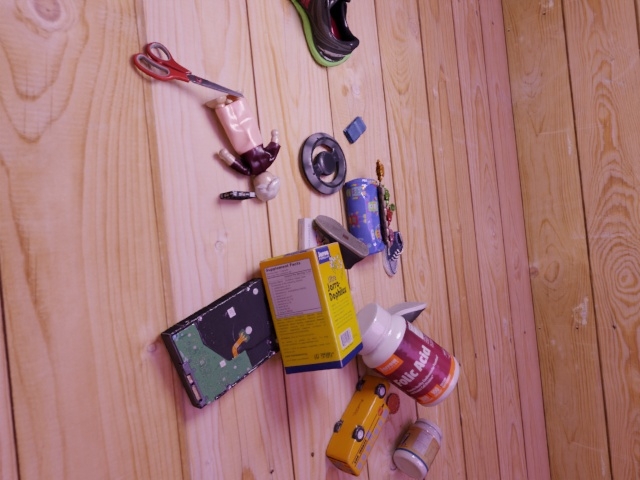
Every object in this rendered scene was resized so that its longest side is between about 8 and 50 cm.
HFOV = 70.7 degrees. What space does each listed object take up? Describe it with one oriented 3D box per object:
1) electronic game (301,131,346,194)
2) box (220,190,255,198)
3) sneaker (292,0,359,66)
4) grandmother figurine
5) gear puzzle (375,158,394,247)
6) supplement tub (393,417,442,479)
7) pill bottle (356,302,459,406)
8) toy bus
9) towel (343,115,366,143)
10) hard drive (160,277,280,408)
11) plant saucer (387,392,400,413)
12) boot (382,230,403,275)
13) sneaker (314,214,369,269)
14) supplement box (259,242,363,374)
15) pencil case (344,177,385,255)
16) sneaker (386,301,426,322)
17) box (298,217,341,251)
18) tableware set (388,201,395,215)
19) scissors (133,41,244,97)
[{"bbox_3d":[0.017,-0.281,1.652,0.229,0.048,0.229,7,80,-44],"label":"electronic game"},{"bbox_3d":[-0.248,-0.135,1.357,0.083,0.067,0.018,-2,88,-44],"label":"box"},{"bbox_3d":[-0.002,-0.868,1.588,0.185,0.202,0.482,-52,120,-36],"label":"sneaker"},{"bbox_3d":[-0.213,-0.284,1.396,0.208,0.104,0.342,-26,109,-15],"label":"grandmother figurine"},{"bbox_3d":[0.249,-0.150,1.770,0.044,0.175,0.338,-9,103,-4],"label":"gear puzzle"},{"bbox_3d":[0.403,0.848,1.848,0.200,0.144,0.144,-42,114,-40],"label":"supplement tub"},{"bbox_3d":[0.296,0.416,1.666,0.392,0.224,0.224,37,58,-11],"label":"pill bottle"},{"bbox_3d":[0.152,0.660,1.642,0.332,0.108,0.130,-52,121,-35],"label":"toy bus"},{"bbox_3d":[0.140,-0.442,1.807,0.067,0.029,0.119,57,50,-25],"label":"towel"},{"bbox_3d":[-0.262,0.283,1.301,0.339,0.064,0.236,-32,108,-43],"label":"hard drive"},{"bbox_3d":[0.299,0.670,1.856,0.083,0.013,0.083,7,80,-45],"label":"plant saucer"},{"bbox_3d":[0.306,0.054,1.878,0.069,0.086,0.190,-21,100,-44],"label":"boot"},{"bbox_3d":[0.050,0.014,1.584,0.222,0.118,0.083,39,38,-3],"label":"sneaker"},{"bbox_3d":[-0.023,0.204,1.403,0.195,0.194,0.356,-14,90,-65],"label":"supplement box"},{"bbox_3d":[0.175,-0.088,1.738,0.133,0.119,0.306,-10,93,-31],"label":"pencil case"},{"bbox_3d":[0.342,0.351,1.878,0.296,0.105,0.146,-15,98,-39],"label":"sneaker"},{"bbox_3d":[0.000,0.000,1.613,0.186,0.038,0.145,6,81,-44],"label":"box"},{"bbox_3d":[0.266,-0.158,1.907,0.154,0.024,0.104,47,55,-31],"label":"tableware set"},{"bbox_3d":[-0.360,-0.442,1.250,0.297,0.021,0.109,28,60,-20],"label":"scissors"}]
